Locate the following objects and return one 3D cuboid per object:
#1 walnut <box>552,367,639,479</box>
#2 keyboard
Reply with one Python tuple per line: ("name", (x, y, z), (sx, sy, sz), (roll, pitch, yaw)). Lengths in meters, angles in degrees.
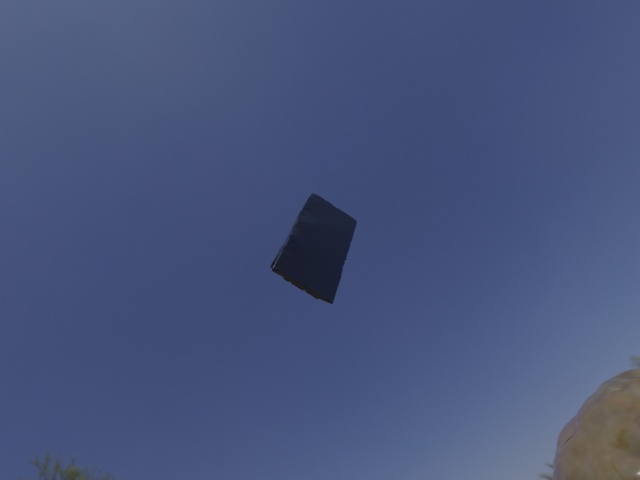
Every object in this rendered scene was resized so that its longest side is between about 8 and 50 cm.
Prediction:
("walnut", (0.310, 0.215, 0.329), (0.248, 0.248, 0.248), (-19, -43, -19))
("keyboard", (-0.001, 0.001, 0.520), (0.074, 0.196, 0.015), (35, -60, -8))
